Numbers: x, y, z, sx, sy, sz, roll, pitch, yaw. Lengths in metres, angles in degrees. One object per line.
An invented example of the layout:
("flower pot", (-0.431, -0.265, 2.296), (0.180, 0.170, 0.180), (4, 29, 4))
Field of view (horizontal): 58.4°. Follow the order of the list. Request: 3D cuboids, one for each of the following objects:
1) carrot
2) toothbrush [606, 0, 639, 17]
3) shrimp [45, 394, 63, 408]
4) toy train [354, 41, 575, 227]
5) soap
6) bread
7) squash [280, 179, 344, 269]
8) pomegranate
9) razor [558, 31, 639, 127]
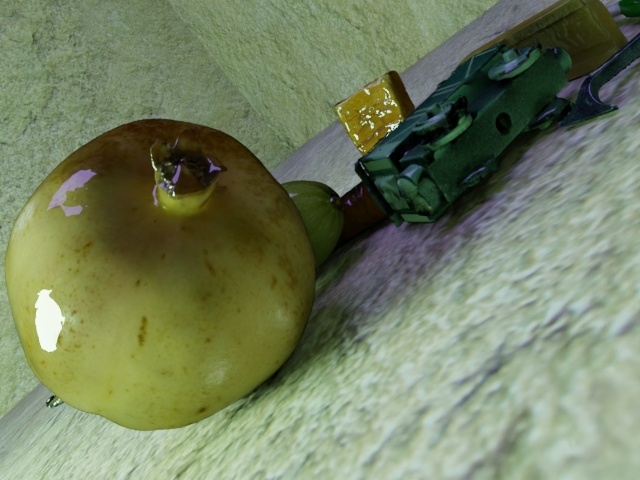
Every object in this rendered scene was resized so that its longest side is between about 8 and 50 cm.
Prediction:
("carrot", (0.000, 0.000, 0.830), (0.314, 0.066, 0.066), (-37, 11, 30))
("toothbrush", (0.407, -0.296, 0.731), (0.042, 0.040, 0.418), (-23, 9, 4))
("shrimp", (-0.439, 0.272, 1.177), (0.254, 0.059, 0.145), (-40, 20, -25))
("toy train", (0.168, -0.132, 0.652), (0.269, 0.115, 0.154), (-44, 18, -17))
("soap", (0.284, -0.244, 0.763), (0.037, 0.092, 0.252), (-45, 12, -15))
("bread", (0.124, -0.274, 1.254), (0.149, 0.143, 0.158), (-26, 16, 25))
("squash", (-0.066, 0.009, 0.763), (0.247, 0.132, 0.132), (-40, 11, 23))
("pomegranate", (-0.152, 0.024, 0.571), (0.319, 0.319, 0.319), (-38, 12, 9))
("razor", (0.318, -0.189, 0.596), (0.190, 0.033, 0.066), (-43, 13, -21))
